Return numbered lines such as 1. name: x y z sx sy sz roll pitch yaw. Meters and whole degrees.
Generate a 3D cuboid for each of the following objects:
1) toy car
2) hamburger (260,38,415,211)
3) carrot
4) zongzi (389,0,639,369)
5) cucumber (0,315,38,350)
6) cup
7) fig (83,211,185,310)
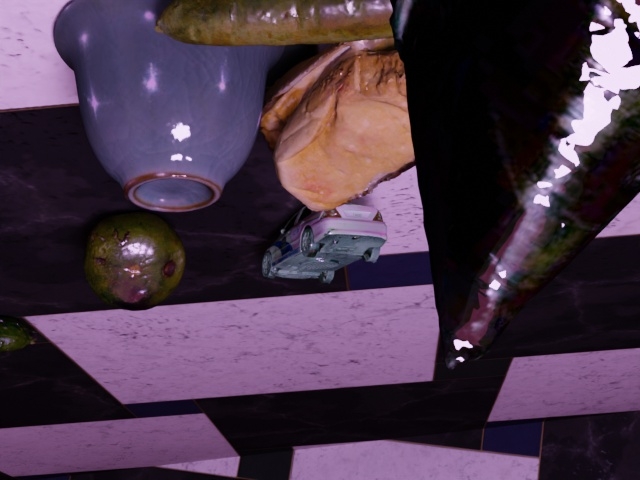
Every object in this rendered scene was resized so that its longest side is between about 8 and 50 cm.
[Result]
1. toy car: 0.000 0.000 1.322 0.090 0.076 0.224 4 166 -23
2. hamburger: 0.035 -0.125 0.955 0.131 0.124 0.262 29 140 -30
3. carrot: 0.051 -0.187 0.811 0.359 0.074 0.074 -8 159 3
4. zongzi: 0.103 -0.152 0.461 0.319 0.383 0.362 19 115 -40
5. cucumber: -0.523 0.133 1.600 0.227 0.069 0.069 12 155 -41
6. cup: -0.126 -0.106 0.912 0.199 0.150 0.199 -3 160 -1
7. fig: -0.226 0.017 1.316 0.123 0.123 0.156 0 -163 -11
